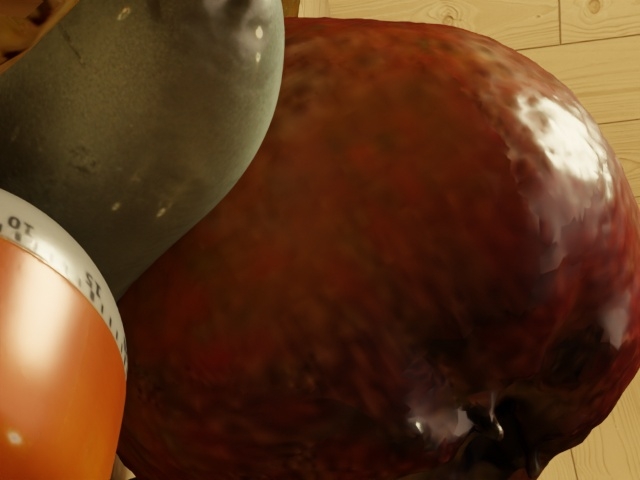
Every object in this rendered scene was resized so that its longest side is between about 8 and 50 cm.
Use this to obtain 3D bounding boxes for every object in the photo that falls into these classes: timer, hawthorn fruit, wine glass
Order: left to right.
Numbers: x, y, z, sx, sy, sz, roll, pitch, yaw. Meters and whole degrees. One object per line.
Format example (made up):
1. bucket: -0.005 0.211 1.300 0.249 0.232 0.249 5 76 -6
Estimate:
1. timer: -0.112 0.057 0.351 0.136 0.099 0.136 -6 90 -71
2. wine glass: -0.058 -0.061 0.418 0.222 0.103 0.103 -50 -157 31
3. hawthorn fruit: 0.000 0.000 0.637 0.369 0.285 0.284 -124 -160 -54

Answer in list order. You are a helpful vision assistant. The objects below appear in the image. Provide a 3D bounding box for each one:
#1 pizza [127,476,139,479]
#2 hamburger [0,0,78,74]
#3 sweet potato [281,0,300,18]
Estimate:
1. pizza: -0.072 0.249 0.593 0.289 0.081 0.228 -87 169 -69
2. hamburger: -0.111 -0.165 0.287 0.144 0.157 0.283 -85 165 -67
3. sweet potato: -0.070 -0.329 1.332 0.346 0.079 0.108 73 24 -48
